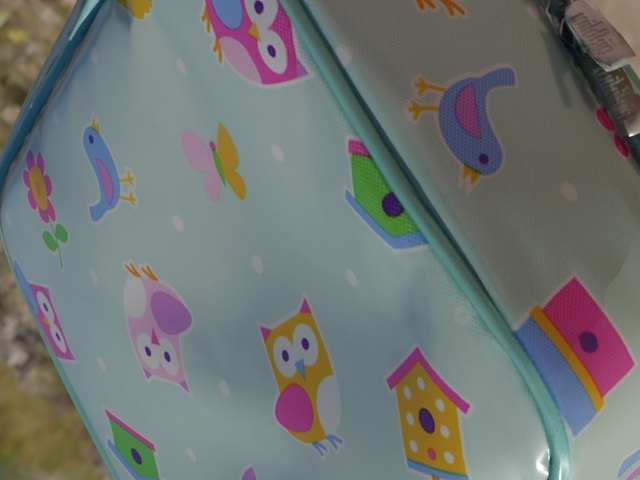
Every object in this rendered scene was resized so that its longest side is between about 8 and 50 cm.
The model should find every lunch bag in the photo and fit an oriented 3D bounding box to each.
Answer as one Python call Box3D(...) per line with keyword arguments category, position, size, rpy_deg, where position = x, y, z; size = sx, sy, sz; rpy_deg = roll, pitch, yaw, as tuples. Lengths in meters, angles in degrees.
Box3D(category="lunch bag", position=(0.000, 0.000, 0.598), size=(0.224, 0.108, 0.279), rpy_deg=(62, 149, 9))
